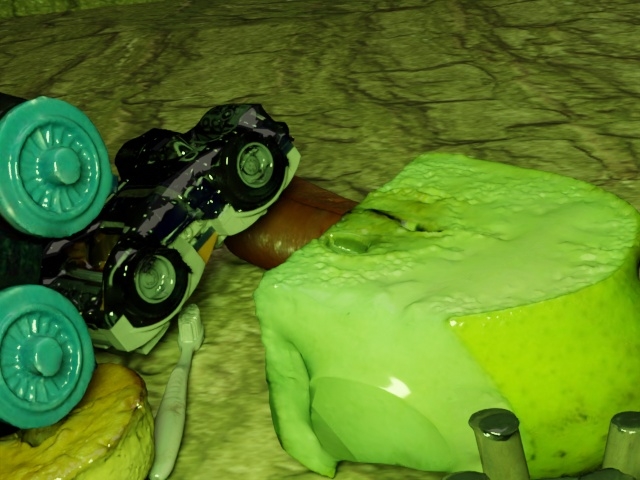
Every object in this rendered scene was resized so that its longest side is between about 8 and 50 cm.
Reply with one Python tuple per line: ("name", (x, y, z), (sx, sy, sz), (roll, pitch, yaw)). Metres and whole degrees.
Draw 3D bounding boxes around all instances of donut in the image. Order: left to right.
("donut", (-0.195, 0.162, 1.124), (0.162, 0.065, 0.178), (-21, 21, 0))

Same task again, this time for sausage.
("sausage", (0.000, 0.000, 1.452), (0.102, 0.102, 0.330), (-19, 20, -25))

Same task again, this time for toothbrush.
("toothbrush", (-0.121, 0.121, 1.262), (0.025, 0.029, 0.307), (-4, 20, 2))

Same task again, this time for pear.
("pear", (0.128, 0.071, 1.085), (0.282, 0.176, 0.286), (6, 29, 33))

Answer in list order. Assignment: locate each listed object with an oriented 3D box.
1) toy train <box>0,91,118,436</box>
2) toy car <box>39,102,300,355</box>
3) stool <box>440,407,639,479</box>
("toy train", (-0.302, 0.014, 1.080), (0.188, 0.300, 0.265), (-3, -12, 45))
("toy car", (-0.141, -0.015, 1.407), (0.193, 0.118, 0.301), (1, 41, 49))
("stool", (0.110, 0.182, 0.819), (0.228, 0.139, 0.153), (-15, 18, -23))
